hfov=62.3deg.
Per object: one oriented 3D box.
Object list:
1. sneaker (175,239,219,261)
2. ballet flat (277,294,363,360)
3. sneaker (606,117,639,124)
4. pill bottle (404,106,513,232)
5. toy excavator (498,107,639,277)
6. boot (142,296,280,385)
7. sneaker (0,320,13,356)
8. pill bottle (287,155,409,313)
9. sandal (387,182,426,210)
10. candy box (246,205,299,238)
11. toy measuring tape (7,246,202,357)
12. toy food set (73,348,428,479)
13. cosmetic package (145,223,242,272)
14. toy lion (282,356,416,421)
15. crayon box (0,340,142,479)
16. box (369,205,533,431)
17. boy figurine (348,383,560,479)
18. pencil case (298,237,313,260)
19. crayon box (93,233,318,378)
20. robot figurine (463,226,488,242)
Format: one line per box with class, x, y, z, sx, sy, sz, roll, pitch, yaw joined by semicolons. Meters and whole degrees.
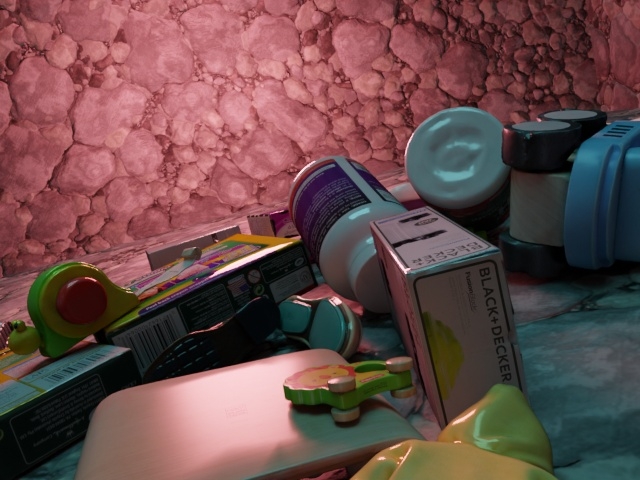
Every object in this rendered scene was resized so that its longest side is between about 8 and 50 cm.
sneaker;-0.212;0.047;1.257;0.105;0.115;0.281;-3;16;46
ballet flat;0.013;0.120;0.740;0.086;0.086;0.248;-19;11;-20
sneaker;0.690;-0.200;1.296;0.410;0.158;0.182;-9;29;48
pill bottle;0.278;-0.107;1.003;0.176;0.176;0.318;-10;-16;20
toy excavator;0.546;-0.077;0.792;0.445;0.222;0.433;13;26;38
boot;-0.163;0.168;0.794;0.219;0.082;0.106;-28;-7;-27
sneaker;-0.688;0.234;1.048;0.132;0.086;0.228;-20;13;-13
pill bottle;0.062;-0.016;0.929;0.181;0.182;0.323;-17;33;-9
sandal;0.308;-0.080;1.267;0.416;0.102;0.169;-6;-8;-28
candy box;-0.079;-0.049;1.326;0.159;0.071;0.233;-15;7;-19
toy measuring tape;-0.335;0.060;0.833;0.121;0.121;0.330;-4;26;43
toy food set;-0.070;0.197;0.484;0.306;0.092;0.219;-9;10;-15
cosmetic package;-0.313;0.049;1.356;0.238;0.127;0.107;-22;13;-23
toy lion;0.021;0.127;0.475;0.100;0.034;0.096;-9;2;-31
crayon box;-0.429;0.223;0.773;0.323;0.083;0.203;-3;16;43
box;0.131;0.066;0.607;0.087;0.169;0.290;-14;12;1
boy figurine;0.076;0.181;0.310;0.177;0.092;0.285;-1;15;26
pencil case;0.000;0.000;1.344;0.070;0.065;0.151;22;29;27
crayon box;-0.239;0.104;1.004;0.363;0.106;0.313;-26;14;-27
robot figurine;0.247;0.013;0.966;0.115;0.067;0.101;-11;6;17
